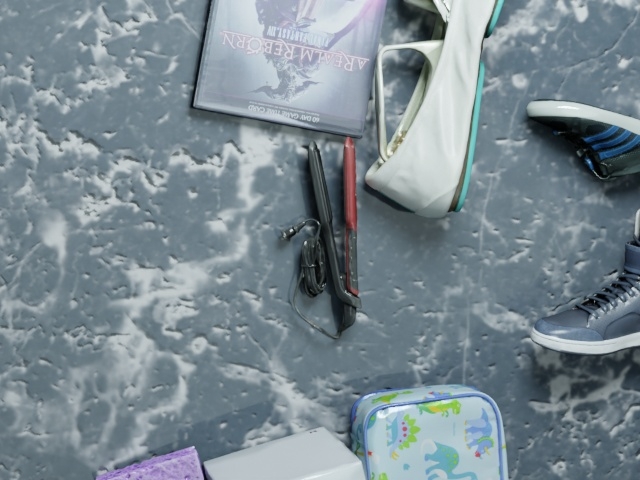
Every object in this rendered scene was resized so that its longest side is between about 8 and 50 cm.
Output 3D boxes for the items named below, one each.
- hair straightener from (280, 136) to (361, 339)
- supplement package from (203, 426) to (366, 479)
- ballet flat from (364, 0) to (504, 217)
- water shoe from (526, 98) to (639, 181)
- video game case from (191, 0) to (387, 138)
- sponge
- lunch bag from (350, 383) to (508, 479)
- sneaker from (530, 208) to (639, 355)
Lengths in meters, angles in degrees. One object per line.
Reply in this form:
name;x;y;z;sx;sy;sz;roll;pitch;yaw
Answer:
hair straightener;0.000;0.000;1.777;0.089;0.047;0.230;-2;101;7
supplement package;-0.021;0.334;1.713;0.149;0.194;0.203;-16;97;-11
ballet flat;0.134;-0.226;1.745;0.139;0.139;0.400;12;95;-14
water shoe;0.329;-0.108;1.821;0.203;0.073;0.080;14;94;-13
video game case;-0.024;-0.265;1.751;0.196;0.026;0.274;10;92;-14
sponge;-0.168;0.346;1.759;0.117;0.031;0.210;-15;99;-5
lunch bag;0.128;0.276;1.797;0.176;0.090;0.218;-7;96;-12
sneaker;0.346;0.044;1.823;0.226;0.086;0.163;-6;107;-22
